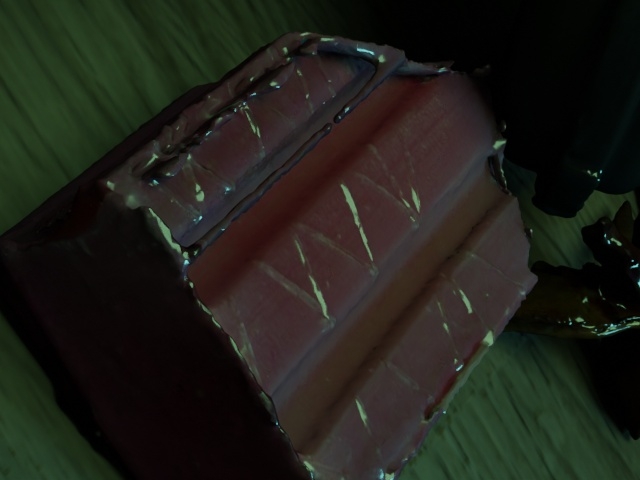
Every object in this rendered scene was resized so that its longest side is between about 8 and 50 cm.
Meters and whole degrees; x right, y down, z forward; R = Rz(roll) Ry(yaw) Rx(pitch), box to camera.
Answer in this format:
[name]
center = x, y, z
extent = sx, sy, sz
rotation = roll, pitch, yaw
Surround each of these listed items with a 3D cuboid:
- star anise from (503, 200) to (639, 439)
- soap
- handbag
[star anise]
center = 0.159, 0.007, 0.854
extent = 0.140, 0.158, 0.144
rotation = 43, 10, -38
[soap]
center = 0.000, 0.000, 0.653
extent = 0.162, 0.099, 0.250
rotation = 57, 40, -9
[handbag]
center = 0.158, -0.145, 0.797
extent = 0.093, 0.253, 0.308
rotation = 21, 19, 5
